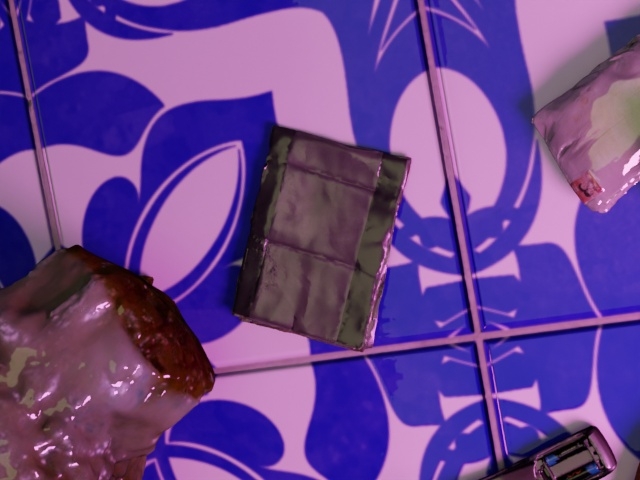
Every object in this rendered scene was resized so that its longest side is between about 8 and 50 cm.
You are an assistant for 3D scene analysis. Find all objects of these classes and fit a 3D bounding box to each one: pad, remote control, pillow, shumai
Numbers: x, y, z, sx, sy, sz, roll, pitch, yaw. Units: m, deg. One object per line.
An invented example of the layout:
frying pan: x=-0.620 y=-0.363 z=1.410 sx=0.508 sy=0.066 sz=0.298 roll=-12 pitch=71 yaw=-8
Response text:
pad: x=0.000 y=0.000 z=1.324 sx=0.174 sy=0.022 sz=0.233 roll=15 pitch=99 yaw=16
remote control: x=0.221 y=0.270 z=1.277 sx=0.212 sy=0.028 sz=0.059 roll=-31 pitch=87 yaw=18
pillow: x=0.336 y=-0.140 z=1.188 sx=0.229 sy=0.051 sz=0.128 roll=-38 pitch=81 yaw=17
shumai: x=-0.298 y=0.168 z=1.311 sx=0.397 sy=0.324 sz=0.323 roll=40 pitch=91 yaw=5

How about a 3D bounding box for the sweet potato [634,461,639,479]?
sweet potato: x=0.370 y=0.225 z=1.214 sx=0.055 sy=0.058 sz=0.202 roll=27 pitch=113 yaw=-31
